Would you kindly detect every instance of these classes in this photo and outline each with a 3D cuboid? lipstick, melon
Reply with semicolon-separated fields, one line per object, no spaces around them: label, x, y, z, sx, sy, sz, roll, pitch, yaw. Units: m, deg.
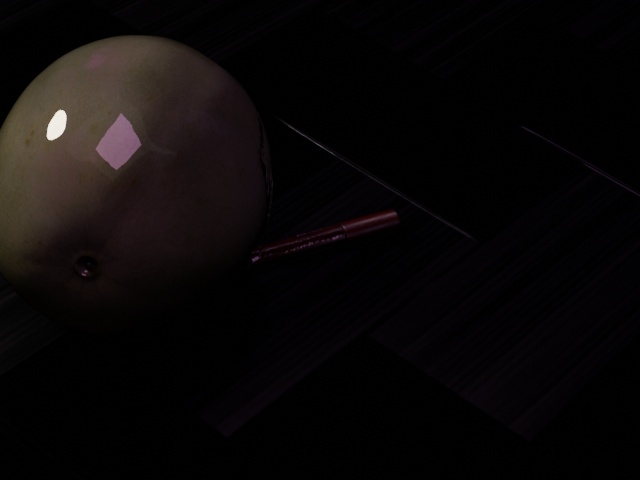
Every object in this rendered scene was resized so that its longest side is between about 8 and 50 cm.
lipstick;0.000;0.000;1.824;0.176;0.027;0.027;-15;46;-23
melon;-0.175;-0.057;1.674;0.268;0.268;0.330;12;29;4
